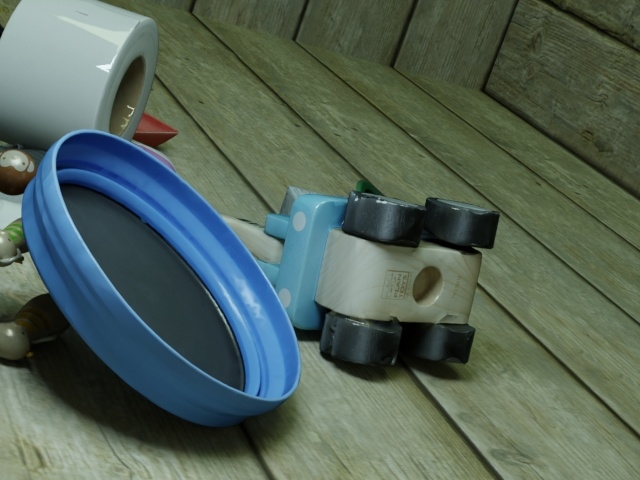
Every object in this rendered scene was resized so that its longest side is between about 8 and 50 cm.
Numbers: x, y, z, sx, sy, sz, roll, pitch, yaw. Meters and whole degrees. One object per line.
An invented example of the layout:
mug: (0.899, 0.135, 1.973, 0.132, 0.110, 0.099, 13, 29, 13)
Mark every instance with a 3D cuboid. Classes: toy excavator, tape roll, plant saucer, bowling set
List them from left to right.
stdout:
bowling set: (-0.406, -0.007, 1.614, 0.287, 0.200, 0.154, 19, 17, 10)
tape roll: (-0.359, -0.235, 2.088, 0.169, 0.246, 0.246, 20, 16, 6)
plant saucer: (-0.425, -0.222, 2.522, 0.259, 0.048, 0.258, 29, 19, 30)
toy excavator: (-0.040, 0.015, 2.014, 0.433, 0.222, 0.445, 5, 8, -41)

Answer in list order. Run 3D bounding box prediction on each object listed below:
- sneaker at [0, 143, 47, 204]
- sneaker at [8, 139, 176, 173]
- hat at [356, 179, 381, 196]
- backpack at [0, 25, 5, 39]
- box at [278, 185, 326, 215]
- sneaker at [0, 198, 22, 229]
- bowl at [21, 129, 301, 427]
sneaker: (-0.489, -0.106, 1.999, 0.296, 0.104, 0.147, 25, 13, 4)
sneaker: (-0.355, -0.123, 2.200, 0.282, 0.102, 0.161, 17, 20, -9)
hat: (0.024, 0.009, 2.348, 0.208, 0.183, 0.173, 59, 17, -15)
backpack: (-0.623, -0.299, 2.258, 0.276, 0.213, 0.263, 36, 23, 11)
box: (0.000, 0.000, 2.166, 0.137, 0.126, 0.072, 15, 15, -18)
sneaker: (-0.467, -0.056, 1.821, 0.232, 0.115, 0.090, 8, 21, -36)
bowl: (-0.181, 0.046, 1.625, 0.391, 0.077, 0.391, 44, 18, -18)
